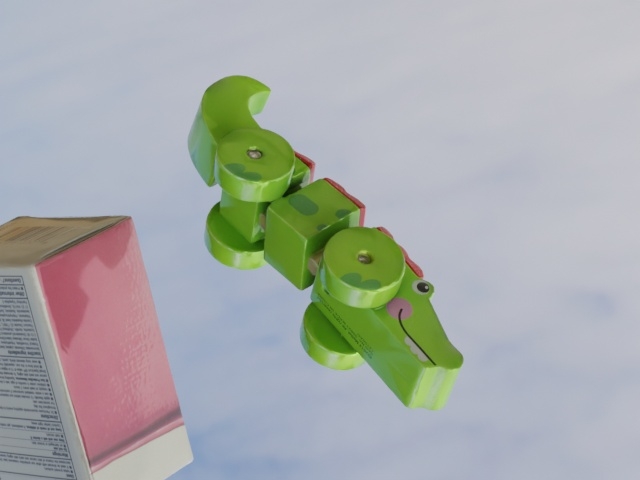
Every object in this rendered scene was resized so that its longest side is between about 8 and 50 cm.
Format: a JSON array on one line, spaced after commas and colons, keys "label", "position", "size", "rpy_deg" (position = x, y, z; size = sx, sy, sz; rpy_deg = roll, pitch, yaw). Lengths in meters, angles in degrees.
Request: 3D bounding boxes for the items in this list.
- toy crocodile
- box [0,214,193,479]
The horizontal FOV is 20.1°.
[{"label": "toy crocodile", "position": [0.000, 0.000, 1.458], "size": [0.105, 0.115, 0.340], "rpy_deg": [-28, -122, -29]}, {"label": "box", "position": [-0.223, 0.105, 1.539], "size": [0.148, 0.232, 0.127], "rpy_deg": [0, -160, 39]}]
